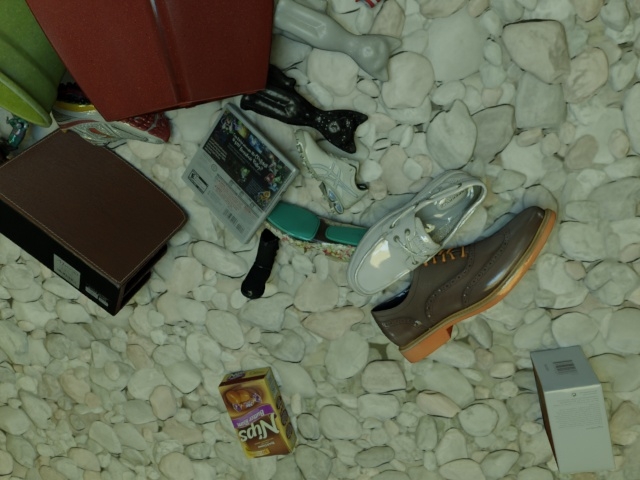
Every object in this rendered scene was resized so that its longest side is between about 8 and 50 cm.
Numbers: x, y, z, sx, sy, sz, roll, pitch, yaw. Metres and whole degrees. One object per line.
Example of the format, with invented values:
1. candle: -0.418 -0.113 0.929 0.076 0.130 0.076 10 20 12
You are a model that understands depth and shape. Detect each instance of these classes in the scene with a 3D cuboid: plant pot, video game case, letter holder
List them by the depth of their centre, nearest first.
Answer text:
1. plant pot: -0.223 -0.309 0.744 0.267 0.267 0.235 0 109 35
2. plant pot: -0.482 -0.363 0.810 0.276 0.276 0.253 29 77 1
3. video game case: -0.148 -0.119 0.927 0.190 0.022 0.173 45 113 18
4. letter holder: -0.438 -0.045 0.994 0.302 0.214 0.152 37 143 -2

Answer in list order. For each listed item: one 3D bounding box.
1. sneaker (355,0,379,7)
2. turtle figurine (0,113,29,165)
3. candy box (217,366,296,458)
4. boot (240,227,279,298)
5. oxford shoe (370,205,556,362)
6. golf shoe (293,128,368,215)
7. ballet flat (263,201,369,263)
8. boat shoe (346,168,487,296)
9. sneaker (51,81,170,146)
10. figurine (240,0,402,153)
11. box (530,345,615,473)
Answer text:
1. sneaker: 0.059 -0.420 0.806 0.067 0.042 0.118 -41 98 17
2. turtle figurine: -0.631 -0.181 0.965 0.175 0.234 0.118 -13 112 -11
3. candy box: -0.132 0.369 1.102 0.109 0.053 0.186 -14 106 15
4. boot: -0.107 0.039 0.955 0.045 0.121 0.099 19 117 3
5. oxford shoe: 0.233 0.059 0.885 0.133 0.130 0.363 44 111 2
6. golf shoe: 0.020 -0.129 0.887 0.086 0.069 0.176 -29 127 9
7. ballet flat: 0.000 0.000 0.940 0.241 0.091 0.077 18 135 10
8. boat shoe: 0.155 -0.010 0.848 0.277 0.096 0.098 -46 105 2
9. sneaker: -0.383 -0.219 0.955 0.225 0.088 0.092 17 133 5
10. figurine: 0.005 -0.274 0.851 0.210 0.092 0.214 24 111 -6
11. box: 0.441 0.296 0.915 0.091 0.130 0.170 -12 105 15
